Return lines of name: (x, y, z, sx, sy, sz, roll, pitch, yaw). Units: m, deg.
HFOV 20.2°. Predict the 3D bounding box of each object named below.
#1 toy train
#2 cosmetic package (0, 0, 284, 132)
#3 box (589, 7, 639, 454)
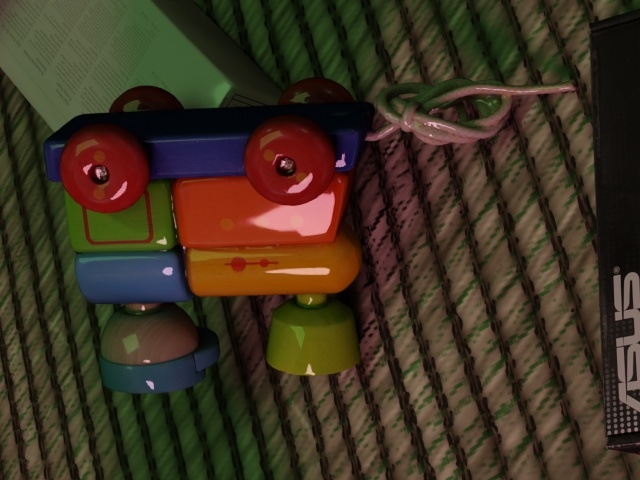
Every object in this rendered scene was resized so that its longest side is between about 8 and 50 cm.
toy train: (0.000, 0.000, 0.861, 0.248, 0.105, 0.143, -2, 107, 9)
cosmetic package: (-0.113, -0.101, 1.011, 0.099, 0.060, 0.239, -55, 49, 15)
box: (0.195, -0.017, 0.713, 0.184, 0.045, 0.190, -11, 71, 39)
